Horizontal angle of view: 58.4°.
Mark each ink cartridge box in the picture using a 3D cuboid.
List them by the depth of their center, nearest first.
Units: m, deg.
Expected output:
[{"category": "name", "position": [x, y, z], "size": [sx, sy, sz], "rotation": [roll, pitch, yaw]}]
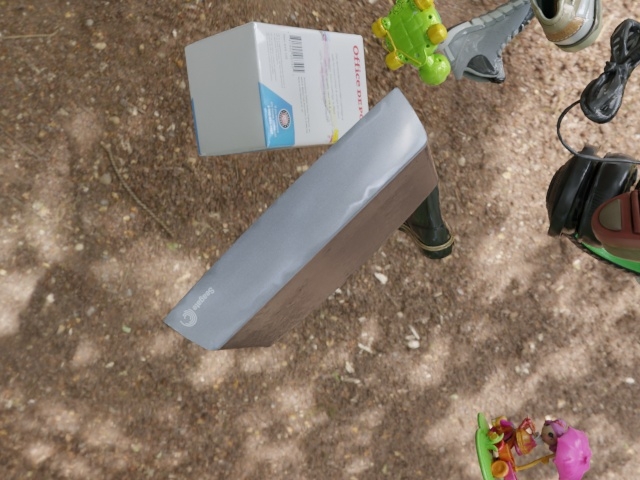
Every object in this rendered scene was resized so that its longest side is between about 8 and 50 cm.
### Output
[{"category": "ink cartridge box", "position": [-0.070, -0.266, 1.046], "size": [0.270, 0.197, 0.198], "rotation": [-14, 101, -45]}]

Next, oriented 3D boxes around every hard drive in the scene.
[{"category": "hard drive", "position": [0.000, 0.000, 0.500], "size": [0.254, 0.172, 0.054], "rotation": [-44, 73, 4]}]

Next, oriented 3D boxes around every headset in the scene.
[{"category": "headset", "position": [0.402, -0.070, 0.700], "size": [0.394, 0.243, 0.185], "rotation": [37, 76, -39]}]

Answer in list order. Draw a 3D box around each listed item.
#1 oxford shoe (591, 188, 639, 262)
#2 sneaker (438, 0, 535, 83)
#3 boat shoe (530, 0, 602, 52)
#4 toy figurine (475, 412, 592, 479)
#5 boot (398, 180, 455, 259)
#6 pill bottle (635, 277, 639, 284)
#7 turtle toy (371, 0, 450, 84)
[{"category": "oxford shoe", "position": [0.442, 0.017, 0.530], "size": [0.348, 0.123, 0.130], "rotation": [4, 130, 27]}, {"category": "sneaker", "position": [0.343, -0.367, 1.079], "size": [0.228, 0.086, 0.132], "rotation": [-23, 93, 4]}, {"category": "boat shoe", "position": [0.399, -0.470, 0.949], "size": [0.103, 0.302, 0.113], "rotation": [12, 158, -40]}, {"category": "toy figurine", "position": [0.342, 0.331, 0.909], "size": [0.159, 0.173, 0.130], "rotation": [-21, 114, 20]}, {"category": "boot", "position": [0.141, -0.077, 0.900], "size": [0.077, 0.198, 0.137], "rotation": [-29, 128, -13]}, {"category": "pill bottle", "position": [0.839, 0.048, 1.335], "size": [0.112, 0.112, 0.187], "rotation": [9, 159, -12]}, {"category": "turtle toy", "position": [0.137, -0.277, 0.796], "size": [0.095, 0.066, 0.130], "rotation": [-22, 93, 37]}]
